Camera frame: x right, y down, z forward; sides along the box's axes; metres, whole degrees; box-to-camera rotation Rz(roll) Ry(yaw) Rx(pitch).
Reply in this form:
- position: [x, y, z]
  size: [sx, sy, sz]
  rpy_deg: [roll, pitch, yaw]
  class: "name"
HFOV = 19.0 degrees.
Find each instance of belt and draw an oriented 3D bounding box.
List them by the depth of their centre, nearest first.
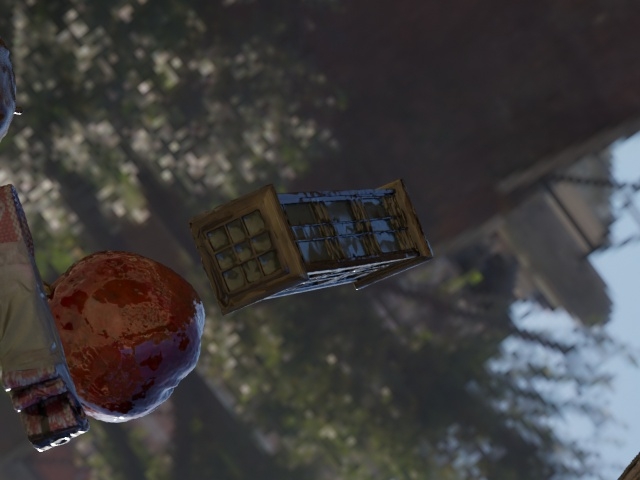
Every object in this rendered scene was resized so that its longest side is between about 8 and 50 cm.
- position: [-0.245, 0.057, 1.554]
  size: [0.053, 0.232, 0.071]
  rpy_deg: [-19, 154, -3]
  class: "belt"

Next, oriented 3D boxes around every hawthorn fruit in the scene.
- position: [-0.224, 0.088, 1.982]
  size: [0.179, 0.200, 0.179]
  rpy_deg: [-56, -173, 11]
  class: "hawthorn fruit"

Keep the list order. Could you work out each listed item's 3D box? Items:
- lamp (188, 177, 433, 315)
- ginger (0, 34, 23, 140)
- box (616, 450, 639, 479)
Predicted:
- position: [0.000, 0.000, 1.721]
  size: [0.090, 0.089, 0.325]
  rpy_deg: [-23, 174, 21]
  class: "lamp"
- position: [-0.425, -0.117, 1.780]
  size: [0.357, 0.152, 0.274]
  rpy_deg: [-22, 179, -43]
  class: "ginger"
- position: [0.443, 0.208, 1.908]
  size: [0.297, 0.190, 0.225]
  rpy_deg: [-39, 167, -47]
  class: "box"
